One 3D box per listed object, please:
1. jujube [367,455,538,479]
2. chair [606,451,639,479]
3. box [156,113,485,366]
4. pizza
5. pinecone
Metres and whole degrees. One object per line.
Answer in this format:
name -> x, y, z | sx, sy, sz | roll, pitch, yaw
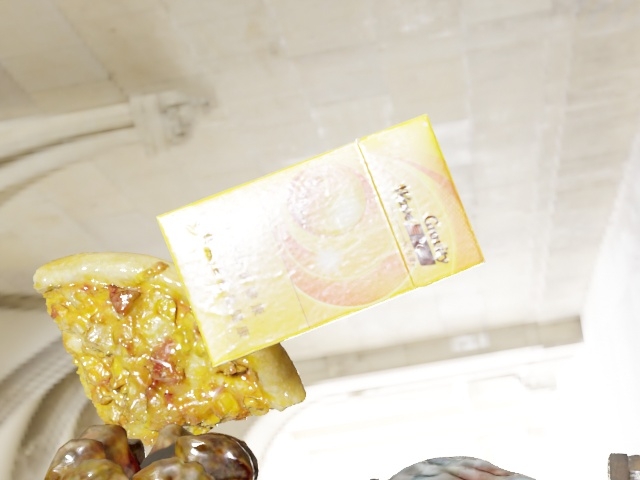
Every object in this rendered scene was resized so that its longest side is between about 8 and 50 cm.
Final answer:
jujube -> 0.159, 0.261, 0.878 | 0.226, 0.317, 0.226 | -57, -20, -33
chair -> 0.324, 0.411, 1.175 | 0.416, 0.203, 0.240 | -75, -11, -58
box -> 0.000, 0.000, 1.279 | 0.043, 0.269, 0.152 | 115, 134, -85
pizza -> -0.184, 0.138, 1.544 | 0.226, 0.336, 0.086 | -64, -4, 4
pinecone -> -0.128, 0.250, 1.097 | 0.309, 0.244, 0.244 | -131, 27, -67
